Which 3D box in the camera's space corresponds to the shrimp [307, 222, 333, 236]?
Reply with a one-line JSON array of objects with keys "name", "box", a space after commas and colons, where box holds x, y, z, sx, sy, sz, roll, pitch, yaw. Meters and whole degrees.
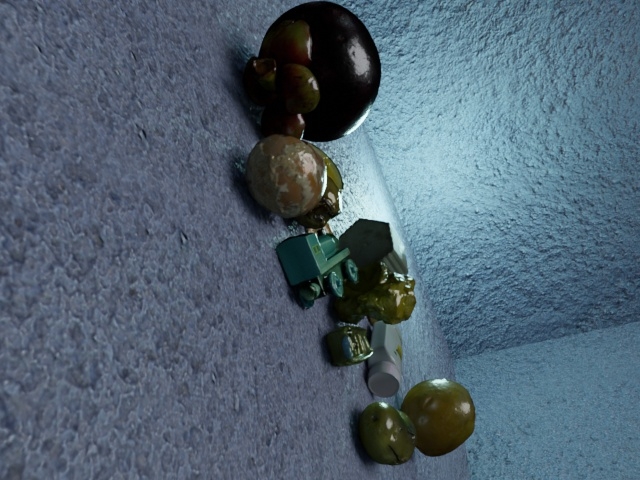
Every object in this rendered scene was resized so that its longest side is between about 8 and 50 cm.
[{"name": "shrimp", "box": [-0.002, 0.001, 1.433, 0.132, 0.052, 0.187, -15, 83, -51]}]

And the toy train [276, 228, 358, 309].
[{"name": "toy train", "box": [0.002, 0.060, 1.249, 0.194, 0.120, 0.298, 67, 20, -1]}]

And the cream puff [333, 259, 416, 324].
[{"name": "cream puff", "box": [0.166, 0.155, 1.416, 0.282, 0.282, 0.185, -14, 102, -72]}]

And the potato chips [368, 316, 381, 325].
[{"name": "potato chips", "box": [0.223, 0.249, 1.836, 0.208, 0.062, 0.195, 45, 30, -51]}]

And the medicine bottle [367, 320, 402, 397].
[{"name": "medicine bottle", "box": [0.231, 0.413, 1.620, 0.296, 0.111, 0.161, -60, 130, -65]}]

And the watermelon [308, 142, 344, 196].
[{"name": "watermelon", "box": [0.000, -0.190, 1.572, 0.129, 0.123, 0.300, -1, 72, -38]}]

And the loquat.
[{"name": "loquat", "box": [0.451, 0.676, 1.753, 0.276, 0.284, 0.275, -19, 90, -78]}]

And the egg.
[{"name": "egg", "box": [-0.078, -0.152, 1.098, 0.233, 0.195, 0.194, 35, 41, -58]}]

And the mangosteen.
[{"name": "mangosteen", "box": [-0.025, -0.450, 1.292, 0.382, 0.382, 0.435, 64, 36, -25]}]

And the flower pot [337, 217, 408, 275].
[{"name": "flower pot", "box": [0.189, 0.056, 1.670, 0.189, 0.209, 0.239, 49, 31, -50]}]

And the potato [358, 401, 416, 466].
[{"name": "potato", "box": [0.193, 0.553, 1.314, 0.248, 0.144, 0.169, 54, 15, -44]}]

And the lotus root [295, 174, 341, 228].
[{"name": "lotus root", "box": [-0.015, -0.122, 1.330, 0.278, 0.154, 0.154, -89, 157, -74]}]

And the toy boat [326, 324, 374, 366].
[{"name": "toy boat", "box": [0.082, 0.306, 1.330, 0.276, 0.084, 0.111, 28, 44, -70]}]
